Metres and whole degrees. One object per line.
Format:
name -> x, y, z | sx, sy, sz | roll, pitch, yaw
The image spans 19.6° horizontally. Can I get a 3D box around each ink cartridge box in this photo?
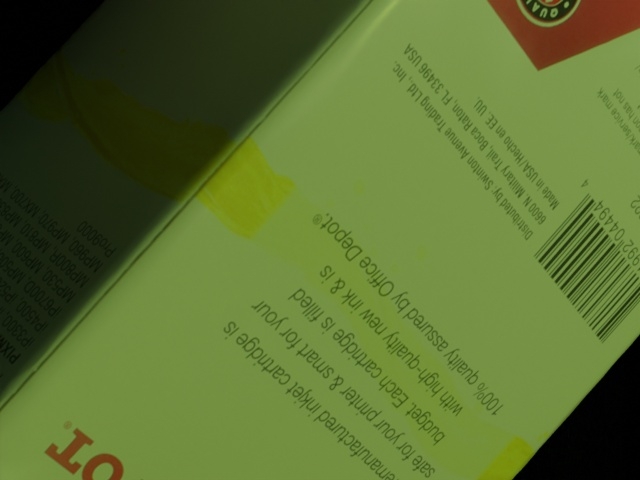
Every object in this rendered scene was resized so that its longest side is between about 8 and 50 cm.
ink cartridge box -> 0.000, 0.000, 0.875 | 0.384, 0.160, 0.279 | -48, 133, -6
